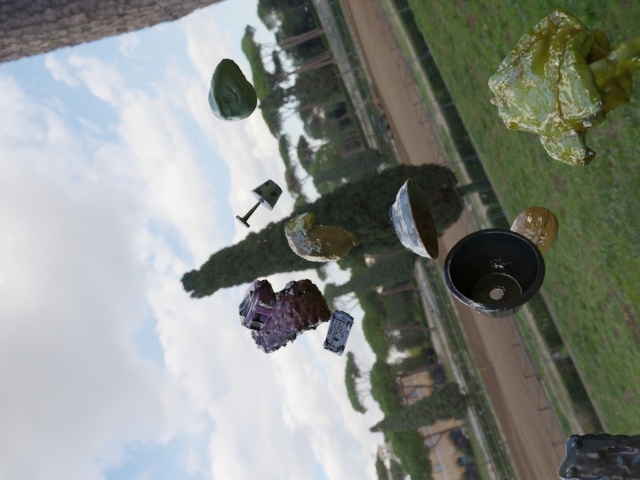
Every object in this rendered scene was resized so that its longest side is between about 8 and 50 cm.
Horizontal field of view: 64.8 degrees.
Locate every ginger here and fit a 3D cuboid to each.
[{"bbox_3d":[0.000,0.000,1.765,0.138,0.267,0.152,-97,27,-69],"label":"ginger"}]

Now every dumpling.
[{"bbox_3d":[-0.241,-0.379,1.318,0.153,0.108,0.219,49,-155,-12],"label":"dumpling"}]

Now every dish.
[{"bbox_3d":[0.279,-0.055,1.548,0.260,0.085,0.260,46,-146,-46],"label":"dish"}]

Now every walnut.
[{"bbox_3d":[0.790,-0.031,1.869,0.159,0.159,0.207,-97,18,-54],"label":"walnut"}]

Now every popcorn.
[{"bbox_3d":[0.533,-0.349,1.095,0.326,0.290,0.321,-52,-11,-52],"label":"popcorn"}]

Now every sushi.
[{"bbox_3d":[-0.105,0.242,1.626,0.236,0.270,0.171,-18,-106,-57],"label":"sushi"}]

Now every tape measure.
[{"bbox_3d":[-0.160,0.163,1.291,0.074,0.125,0.118,21,-159,-22],"label":"tape measure"}]

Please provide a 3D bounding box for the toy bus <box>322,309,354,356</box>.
[{"bbox_3d":[0.062,0.284,1.605,0.076,0.073,0.167,-47,-24,-53],"label":"toy bus"}]

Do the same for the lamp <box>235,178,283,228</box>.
[{"bbox_3d":[-0.254,-0.150,2.070,0.121,0.215,0.121,38,169,9],"label":"lamp"}]

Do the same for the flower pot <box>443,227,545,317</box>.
[{"bbox_3d":[0.494,0.115,1.436,0.166,0.268,0.269,62,-168,-50],"label":"flower pot"}]

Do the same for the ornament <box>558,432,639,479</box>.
[{"bbox_3d":[0.593,0.476,0.892,0.106,0.251,0.260,-41,-80,-37],"label":"ornament"}]
